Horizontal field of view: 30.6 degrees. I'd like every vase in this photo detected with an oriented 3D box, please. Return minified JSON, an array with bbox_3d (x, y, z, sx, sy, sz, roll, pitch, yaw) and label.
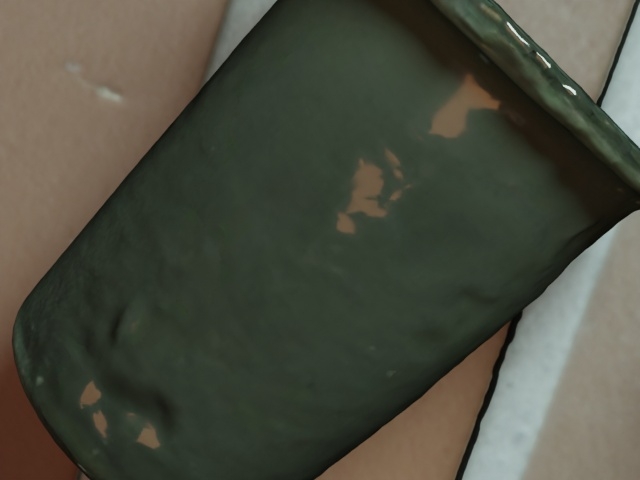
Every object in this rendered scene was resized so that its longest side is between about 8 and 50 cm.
[{"bbox_3d":[0.000,0.000,0.583,0.245,0.245,0.291,45,102,0],"label":"vase"}]
